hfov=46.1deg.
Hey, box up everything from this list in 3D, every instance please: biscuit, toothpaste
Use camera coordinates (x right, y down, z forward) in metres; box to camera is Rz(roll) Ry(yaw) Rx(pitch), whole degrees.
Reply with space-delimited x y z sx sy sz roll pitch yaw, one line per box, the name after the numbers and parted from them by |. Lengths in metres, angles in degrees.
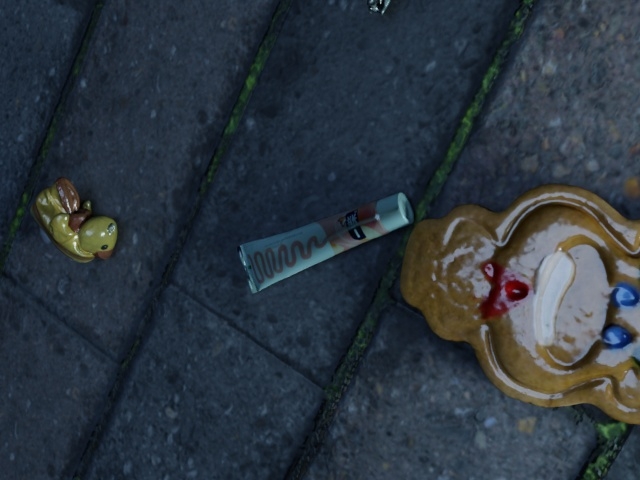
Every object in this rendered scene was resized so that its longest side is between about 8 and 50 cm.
0.229 0.056 0.668 0.334 0.047 0.202 16 97 26 | biscuit
0.000 0.000 0.788 0.205 0.036 0.056 -21 82 28 | toothpaste

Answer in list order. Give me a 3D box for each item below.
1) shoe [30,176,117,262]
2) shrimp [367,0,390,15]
-0.300 -0.023 0.912 0.109 0.072 0.069 48 114 18 | shoe
0.052 -0.340 0.756 0.152 0.046 0.219 16 93 24 | shrimp
